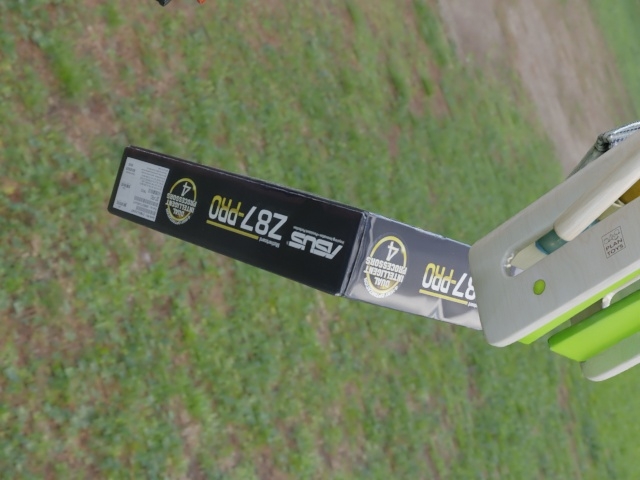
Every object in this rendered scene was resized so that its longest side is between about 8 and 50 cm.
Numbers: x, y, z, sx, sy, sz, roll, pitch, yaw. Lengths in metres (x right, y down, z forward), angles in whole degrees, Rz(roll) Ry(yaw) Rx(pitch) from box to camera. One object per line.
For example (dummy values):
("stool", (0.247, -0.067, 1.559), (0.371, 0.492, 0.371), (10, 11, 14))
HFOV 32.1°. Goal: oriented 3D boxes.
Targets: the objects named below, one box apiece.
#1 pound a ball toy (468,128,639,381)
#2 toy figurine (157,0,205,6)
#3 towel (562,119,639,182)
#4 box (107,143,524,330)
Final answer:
("pound a ball toy", (0.232, -0.041, 0.788), (0.208, 0.319, 0.135), (21, 48, -31))
("toy figurine", (-0.177, -0.369, 1.210), (0.148, 0.213, 0.209), (28, 21, 5))
("towel", (0.388, -0.064, 1.241), (0.324, 0.312, 0.056), (106, -36, -60))
("box", (0.000, 0.000, 1.255), (0.318, 0.395, 0.097), (14, 92, -47))
